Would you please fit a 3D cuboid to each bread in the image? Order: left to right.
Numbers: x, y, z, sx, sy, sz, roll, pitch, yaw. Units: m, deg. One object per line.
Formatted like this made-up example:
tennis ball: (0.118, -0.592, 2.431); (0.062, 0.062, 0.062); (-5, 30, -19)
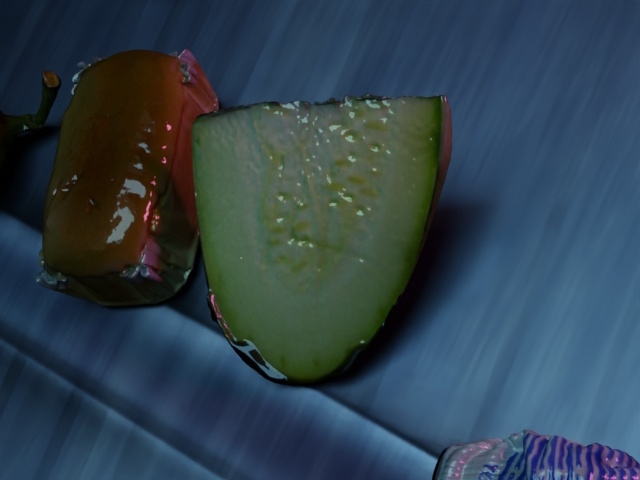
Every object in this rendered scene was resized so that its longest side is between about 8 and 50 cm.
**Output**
bread: (-0.181, -0.062, 1.648); (0.136, 0.107, 0.241); (-4, 62, 26)

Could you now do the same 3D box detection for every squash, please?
squash: (0.000, 0.000, 1.506); (0.237, 0.204, 0.155); (-1, 41, 23)

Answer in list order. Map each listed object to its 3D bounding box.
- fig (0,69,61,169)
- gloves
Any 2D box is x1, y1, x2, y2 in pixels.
fig: (-0.369, -0.108, 1.750); (0.186, 0.148, 0.142); (-14, 33, -29)
gloves: (0.195, 0.210, 1.350); (0.229, 0.097, 0.119); (6, 97, 21)
